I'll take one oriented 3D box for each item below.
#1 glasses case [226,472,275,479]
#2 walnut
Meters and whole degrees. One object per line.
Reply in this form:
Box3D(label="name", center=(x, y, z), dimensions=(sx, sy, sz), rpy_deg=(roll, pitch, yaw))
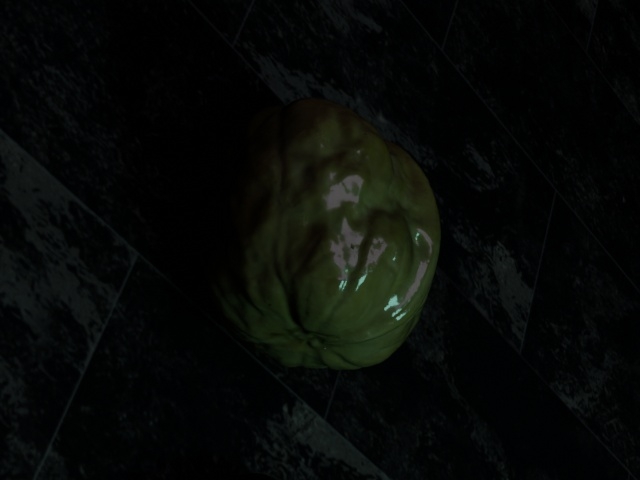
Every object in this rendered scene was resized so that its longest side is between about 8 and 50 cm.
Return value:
Box3D(label="glasses case", center=(-0.136, 0.318, 1.343), dimensions=(0.314, 0.075, 0.122), rpy_deg=(-8, 81, -51))
Box3D(label="walnut", center=(-0.001, -0.001, 1.477), dimensions=(0.282, 0.253, 0.277), rpy_deg=(25, 51, -40))
